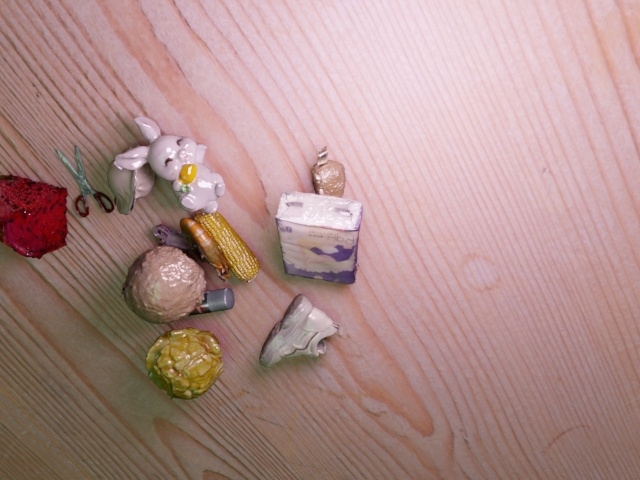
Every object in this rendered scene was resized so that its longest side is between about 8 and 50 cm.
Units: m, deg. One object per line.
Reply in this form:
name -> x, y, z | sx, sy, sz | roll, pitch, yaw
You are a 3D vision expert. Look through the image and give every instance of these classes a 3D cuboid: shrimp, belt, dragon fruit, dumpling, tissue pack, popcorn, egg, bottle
shrimp -> -0.376, 0.030, 1.685 | 0.248, 0.068, 0.150 | 55, 155, -6
belt -> -0.457, 0.005, 1.779 | 0.232, 0.053, 0.071 | 17, 124, 0
dragon fruit -> -0.968, -0.097, 1.698 | 0.302, 0.330, 0.240 | 43, 96, -13
dumpling -> -0.596, -0.178, 1.636 | 0.142, 0.172, 0.247 | 8, 130, -30
tissue pack -> 0.000, 0.000, 1.571 | 0.242, 0.125, 0.343 | 9, 150, 7
popcorn -> -0.505, 0.466, 1.948 | 0.282, 0.247, 0.282 | 13, 119, 24
egg -> -0.521, 0.150, 1.739 | 0.279, 0.279, 0.310 | 37, 150, -12
bottle -> -0.454, 0.230, 1.892 | 0.286, 0.082, 0.082 | -11, 117, 16

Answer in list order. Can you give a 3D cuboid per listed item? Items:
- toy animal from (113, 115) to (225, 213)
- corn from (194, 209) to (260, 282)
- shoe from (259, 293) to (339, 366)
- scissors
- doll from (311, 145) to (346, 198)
toy animal -> -0.435, -0.218, 1.561 | 0.325, 0.154, 0.208 | 26, 84, -16
corn -> -0.305, 0.012, 1.733 | 0.106, 0.106, 0.293 | -26, 108, 23
shoe -> -0.076, 0.370, 1.873 | 0.210, 0.132, 0.342 | 33, 117, -6
scissors -> -0.800, -0.196, 1.747 | 0.144, 0.017, 0.247 | -8, 117, 14
doll -> 0.019, -0.182, 1.549 | 0.115, 0.105, 0.221 | -8, 121, -3
